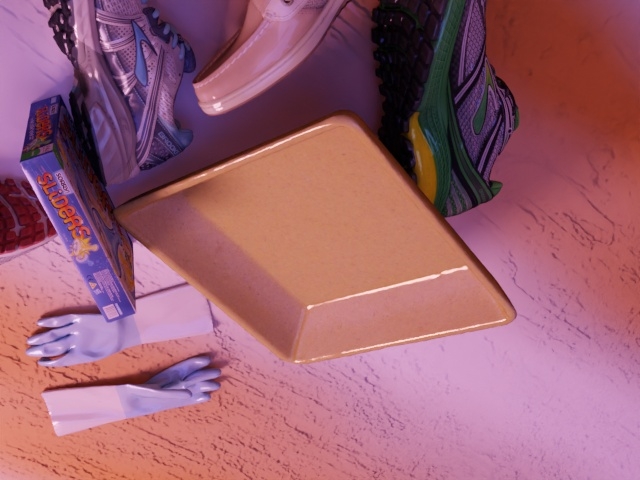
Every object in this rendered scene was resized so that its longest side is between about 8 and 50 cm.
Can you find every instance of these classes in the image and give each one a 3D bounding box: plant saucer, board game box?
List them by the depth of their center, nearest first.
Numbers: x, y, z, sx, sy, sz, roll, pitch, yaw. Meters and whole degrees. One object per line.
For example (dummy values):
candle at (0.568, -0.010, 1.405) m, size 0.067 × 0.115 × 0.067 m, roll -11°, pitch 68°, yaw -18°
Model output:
board game box at (-0.245, -0.032, 0.839) m, size 0.035 × 0.136 × 0.201 m, roll -19°, pitch 126°, yaw -2°
plant saucer at (0.000, 0.000, 0.896) m, size 0.332 × 0.081 × 0.333 m, roll -16°, pitch 133°, yaw 36°

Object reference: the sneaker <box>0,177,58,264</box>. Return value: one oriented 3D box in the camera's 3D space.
sneaker at (-0.384, 0.001, 0.864) m, size 0.225 × 0.088 × 0.093 m, roll -18°, pitch 164°, yaw -16°

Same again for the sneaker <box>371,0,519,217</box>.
sneaker at (0.140, -0.173, 0.877) m, size 0.146 × 0.134 × 0.344 m, roll -16°, pitch 134°, yaw -14°

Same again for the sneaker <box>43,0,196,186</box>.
sneaker at (-0.191, -0.197, 0.786) m, size 0.122 × 0.110 × 0.283 m, roll -20°, pitch 130°, yaw -24°

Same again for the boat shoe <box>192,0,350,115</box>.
boat shoe at (-0.025, -0.250, 0.783) m, size 0.302 × 0.109 × 0.098 m, roll -44°, pitch 118°, yaw 7°

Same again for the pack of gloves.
pack of gloves at (-0.242, 0.163, 1.021) m, size 0.231 × 0.046 × 0.195 m, roll -13°, pitch 125°, yaw -8°
